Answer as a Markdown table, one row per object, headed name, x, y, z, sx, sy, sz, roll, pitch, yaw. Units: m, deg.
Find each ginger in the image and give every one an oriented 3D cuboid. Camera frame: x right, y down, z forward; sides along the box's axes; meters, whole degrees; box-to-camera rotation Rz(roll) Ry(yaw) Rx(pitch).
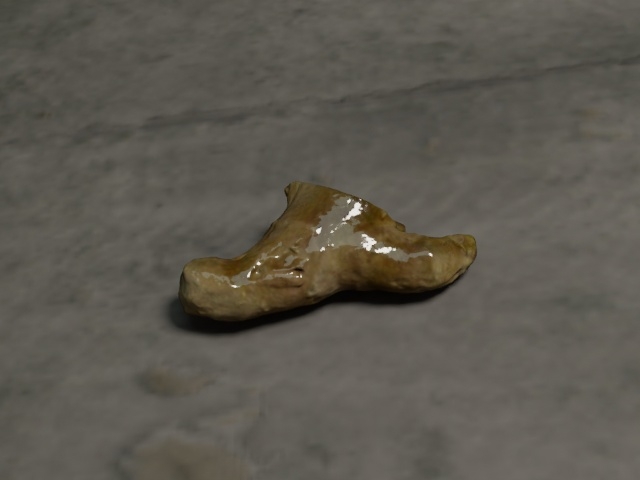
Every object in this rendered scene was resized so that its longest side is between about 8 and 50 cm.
| name | x | y | z | sx | sy | sz | roll | pitch | yaw |
| --- | --- | --- | --- | --- | --- | --- | --- | --- | --- |
| ginger | 0.001 | -0.001 | 0.531 | 0.097 | 0.030 | 0.048 | -9 | 44 | -1 |
